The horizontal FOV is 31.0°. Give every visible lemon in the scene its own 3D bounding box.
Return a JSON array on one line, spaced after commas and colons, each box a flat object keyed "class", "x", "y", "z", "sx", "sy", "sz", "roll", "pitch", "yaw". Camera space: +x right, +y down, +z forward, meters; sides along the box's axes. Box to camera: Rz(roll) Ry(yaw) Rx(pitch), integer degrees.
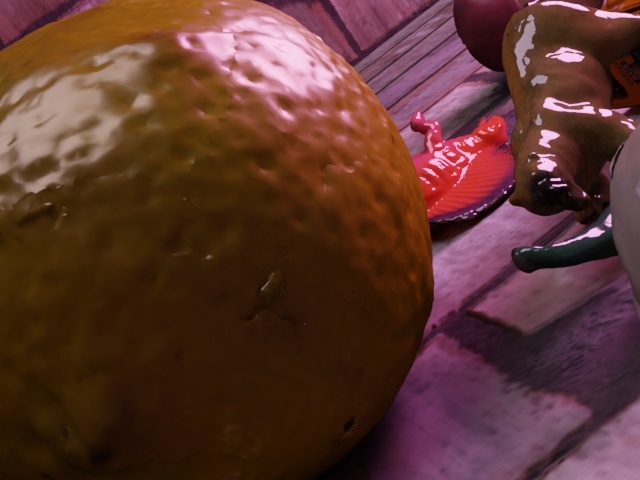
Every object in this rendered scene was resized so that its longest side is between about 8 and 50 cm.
[{"class": "lemon", "x": -0.087, "y": 0.007, "z": 0.682, "sx": 0.336, "sy": 0.336, "sz": 0.336, "roll": -36, "pitch": 11, "yaw": 8}]

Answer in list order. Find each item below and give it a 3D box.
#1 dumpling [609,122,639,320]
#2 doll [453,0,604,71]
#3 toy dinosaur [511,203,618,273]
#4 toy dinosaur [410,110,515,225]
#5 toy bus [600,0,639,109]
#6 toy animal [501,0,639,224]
[{"class": "dumpling", "x": 0.180, "y": -0.016, "z": 0.428, "sx": 0.136, "sy": 0.118, "sz": 0.199, "roll": -20, "pitch": 41, "yaw": 63}, {"class": "doll", "x": 0.256, "y": -0.296, "z": 1.255, "sx": 0.256, "sy": 0.152, "sz": 0.196, "roll": -45, "pitch": 17, "yaw": 23}, {"class": "toy dinosaur", "x": 0.222, "y": -0.065, "z": 0.588, "sx": 0.292, "sy": 0.079, "sz": 0.120, "roll": -41, "pitch": 6, "yaw": -36}, {"class": "toy dinosaur", "x": 0.083, "y": -0.018, "z": 0.934, "sx": 0.139, "sy": 0.070, "sz": 0.286, "roll": 10, "pitch": 46, "yaw": 46}, {"class": "toy bus", "x": 0.252, "y": -0.143, "z": 0.803, "sx": 0.088, "sy": 0.083, "sz": 0.194, "roll": -42, "pitch": 9, "yaw": -8}, {"class": "toy animal", "x": 0.152, "y": -0.075, "z": 0.697, "sx": 0.103, "sy": 0.101, "sz": 0.218, "roll": -43, "pitch": 30, "yaw": 42}]
